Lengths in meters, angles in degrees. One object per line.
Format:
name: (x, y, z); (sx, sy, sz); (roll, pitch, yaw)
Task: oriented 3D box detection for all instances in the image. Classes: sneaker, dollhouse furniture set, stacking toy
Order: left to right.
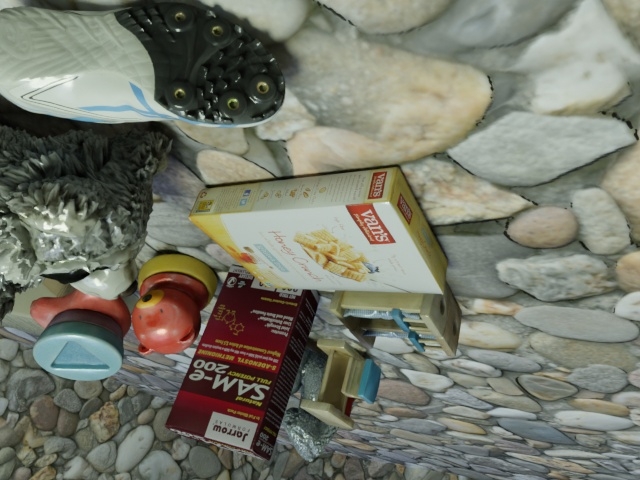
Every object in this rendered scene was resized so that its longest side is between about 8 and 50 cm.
stacking toy: (-0.343, 0.098, 0.726); (0.309, 0.130, 0.279); (-26, 130, 20)
sneaker: (-0.139, -0.127, 0.380); (0.238, 0.085, 0.086); (9, 177, 8)
dollhouse furniture set: (0.084, 0.141, 0.610); (0.130, 0.183, 0.129); (-1, 147, 31)

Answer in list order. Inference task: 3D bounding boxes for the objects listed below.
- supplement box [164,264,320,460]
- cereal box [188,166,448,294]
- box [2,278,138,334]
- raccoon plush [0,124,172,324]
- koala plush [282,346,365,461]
supplement box: (-0.099, 0.160, 0.687); (0.131, 0.239, 0.073); (7, 150, 19)
cereal box: (0.000, 0.000, 0.547); (0.240, 0.047, 0.173); (-2, 147, 32)
box: (-0.547, 0.115, 0.989); (0.312, 0.121, 0.148); (8, 151, 17)
raccoon plush: (-0.362, -0.081, 0.437); (0.299, 0.216, 0.446); (-28, 129, 34)
koala plush: (-0.046, 0.247, 0.927); (0.221, 0.203, 0.196); (39, 164, 4)
